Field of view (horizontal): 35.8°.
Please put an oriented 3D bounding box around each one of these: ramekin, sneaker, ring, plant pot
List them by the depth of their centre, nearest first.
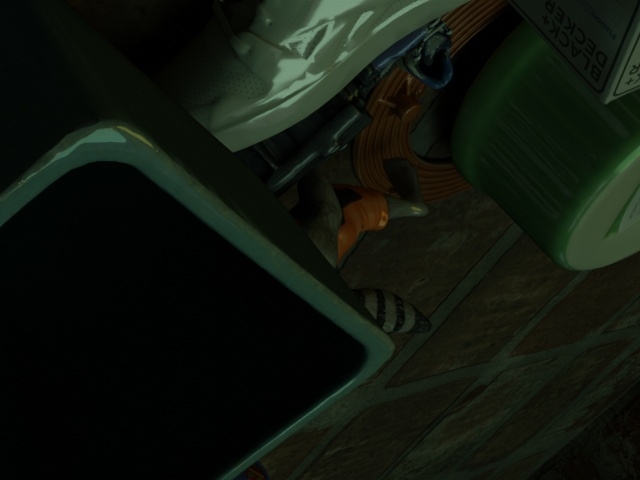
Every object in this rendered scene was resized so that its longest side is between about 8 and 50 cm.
[{"bbox_3d":[-0.160,-0.001,0.508,0.248,0.252,0.247,-38,142,8],"label":"plant pot"},{"bbox_3d":[-0.016,-0.178,0.592,0.292,0.108,0.169,-34,141,6],"label":"sneaker"},{"bbox_3d":[0.074,-0.163,0.737,0.052,0.058,0.135,-35,146,1],"label":"sneaker"},{"bbox_3d":[0.284,-0.109,0.908,0.303,0.148,0.303,-27,153,-15],"label":"ramekin"},{"bbox_3d":[0.179,-0.144,0.933,0.336,0.032,0.336,-28,153,-15],"label":"ring"}]

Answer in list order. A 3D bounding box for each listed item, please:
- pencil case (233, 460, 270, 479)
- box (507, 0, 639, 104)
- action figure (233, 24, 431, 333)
[{"bbox_3d":[-0.172,0.414,1.365,0.119,0.133,0.306,17,131,-17],"label":"pencil case"},{"bbox_3d":[0.202,-0.246,0.629,0.087,0.169,0.290,-26,154,-17],"label":"box"},{"bbox_3d":[0.000,0.000,0.749,0.341,0.178,0.330,-42,166,21],"label":"action figure"}]
